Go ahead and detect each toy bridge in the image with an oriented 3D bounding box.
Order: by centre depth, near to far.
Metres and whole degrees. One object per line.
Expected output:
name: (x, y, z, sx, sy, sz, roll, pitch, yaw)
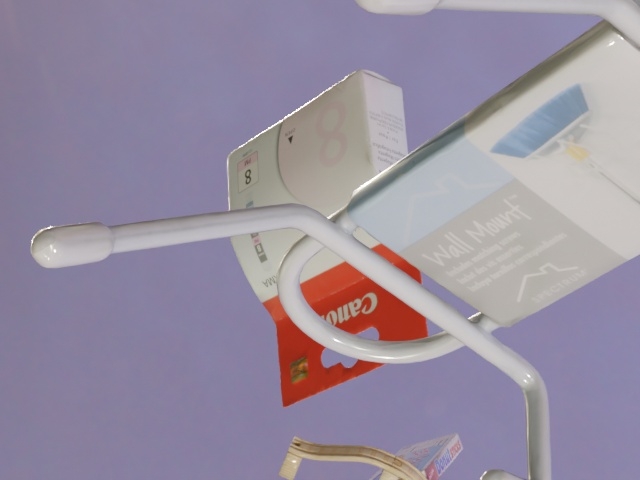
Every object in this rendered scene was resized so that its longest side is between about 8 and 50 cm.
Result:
toy bridge: (0.058, 0.221, 1.388, 0.026, 0.188, 0.063, -55, 168, -57)

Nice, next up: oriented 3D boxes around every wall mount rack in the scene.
wall mount rack: (0.068, -0.011, 0.676, 0.350, 0.304, 0.130, -35, -146, 38)

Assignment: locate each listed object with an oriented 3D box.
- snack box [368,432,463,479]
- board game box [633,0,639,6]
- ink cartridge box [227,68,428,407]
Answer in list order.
snack box: (0.094, 0.225, 1.541, 0.064, 0.022, 0.178, -17, 180, 16)
board game box: (0.281, -0.310, 1.010, 0.303, 0.224, 0.097, -45, -143, -1)
ink cartridge box: (0.000, 0.000, 1.295, 0.189, 0.066, 0.232, -28, -127, 43)
